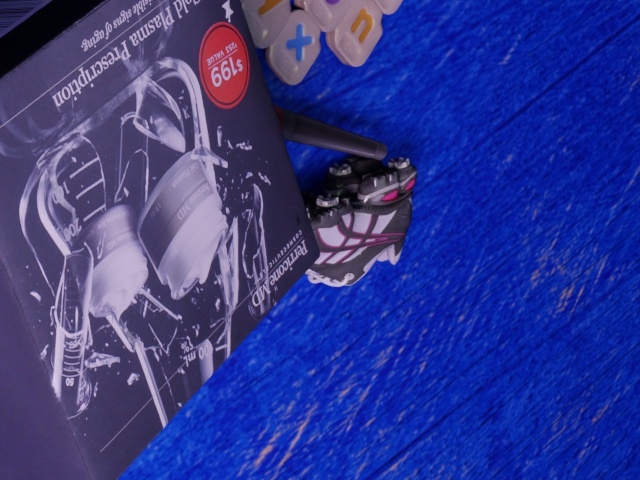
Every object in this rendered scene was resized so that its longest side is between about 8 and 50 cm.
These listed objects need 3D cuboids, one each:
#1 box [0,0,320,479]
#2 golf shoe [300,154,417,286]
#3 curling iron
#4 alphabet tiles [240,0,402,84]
[{"bbox_3d":[-0.189,-0.034,1.396,0.343,0.179,0.312,-48,130,-45],"label":"box"},{"bbox_3d":[0.000,0.000,1.812,0.273,0.105,0.120,-21,117,-41],"label":"golf shoe"},{"bbox_3d":[-0.047,-0.103,1.772,0.274,0.035,0.068,5,84,-39],"label":"curling iron"},{"bbox_3d":[-0.009,-0.308,1.805,0.284,0.021,0.278,47,65,-39],"label":"alphabet tiles"}]
